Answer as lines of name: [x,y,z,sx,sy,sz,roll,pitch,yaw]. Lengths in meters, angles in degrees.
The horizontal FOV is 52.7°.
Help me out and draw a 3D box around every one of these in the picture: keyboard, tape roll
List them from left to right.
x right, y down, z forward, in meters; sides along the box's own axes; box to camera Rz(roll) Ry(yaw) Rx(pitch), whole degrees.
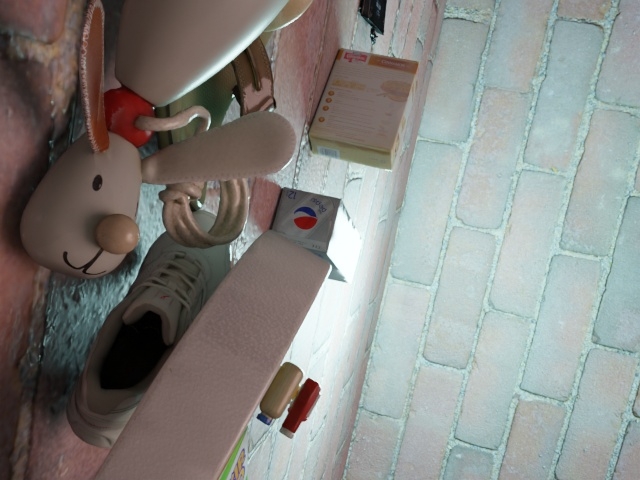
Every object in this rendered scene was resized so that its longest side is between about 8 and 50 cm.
tape roll: [-0.112,0.172,0.584,0.392,0.072,0.392,-60,180,-1]
keyboard: [0.104,-0.444,1.272,0.180,0.023,0.108,-25,121,-73]

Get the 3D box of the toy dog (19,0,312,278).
toy dog: [-0.075,-0.130,0.443,0.220,0.161,0.333,0,101,-49]

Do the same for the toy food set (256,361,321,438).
toy food set: [-0.070,0.260,1.057,0.104,0.111,0.232,-59,162,-20]

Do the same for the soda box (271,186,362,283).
soda box: [0.000,0.000,1.103,0.286,0.098,0.091,54,49,-74]

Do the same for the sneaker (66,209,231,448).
sneaker: [-0.130,0.060,0.554,0.115,0.090,0.232,-53,-166,57]

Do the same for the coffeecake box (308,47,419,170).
coffeecake box: [0.077,-0.226,1.102,0.068,0.142,0.185,77,30,-64]

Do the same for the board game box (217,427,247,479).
board game box: [-0.151,0.400,1.016,0.124,0.039,0.259,-60,156,-54]

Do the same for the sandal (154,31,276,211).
sandal: [-0.077,-0.168,0.624,0.120,0.086,0.302,77,29,-63]
